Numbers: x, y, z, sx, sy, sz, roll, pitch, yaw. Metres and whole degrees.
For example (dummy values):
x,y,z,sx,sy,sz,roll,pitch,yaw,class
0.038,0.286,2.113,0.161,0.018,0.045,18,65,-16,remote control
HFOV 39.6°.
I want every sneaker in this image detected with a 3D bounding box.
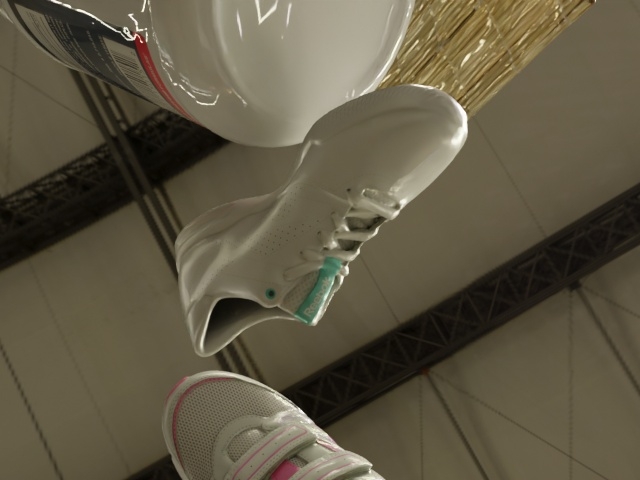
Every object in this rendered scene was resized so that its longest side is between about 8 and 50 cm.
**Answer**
x,y,z,sx,sy,sz,roll,pitch,yaw,class
0.000,0.000,0.505,0.212,0.080,0.094,-34,-137,31,sneaker
-0.008,0.176,0.620,0.252,0.111,0.103,37,-111,11,sneaker

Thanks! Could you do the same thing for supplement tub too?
x,y,z,sx,sy,sz,roll,pitch,yaw,class
-0.092,-0.183,0.565,0.272,0.191,0.191,28,-92,39,supplement tub

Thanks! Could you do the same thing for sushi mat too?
x,y,z,sx,sy,sz,roll,pitch,yaw,class
0.112,-0.174,0.773,0.019,0.316,0.151,-7,-109,-27,sushi mat
